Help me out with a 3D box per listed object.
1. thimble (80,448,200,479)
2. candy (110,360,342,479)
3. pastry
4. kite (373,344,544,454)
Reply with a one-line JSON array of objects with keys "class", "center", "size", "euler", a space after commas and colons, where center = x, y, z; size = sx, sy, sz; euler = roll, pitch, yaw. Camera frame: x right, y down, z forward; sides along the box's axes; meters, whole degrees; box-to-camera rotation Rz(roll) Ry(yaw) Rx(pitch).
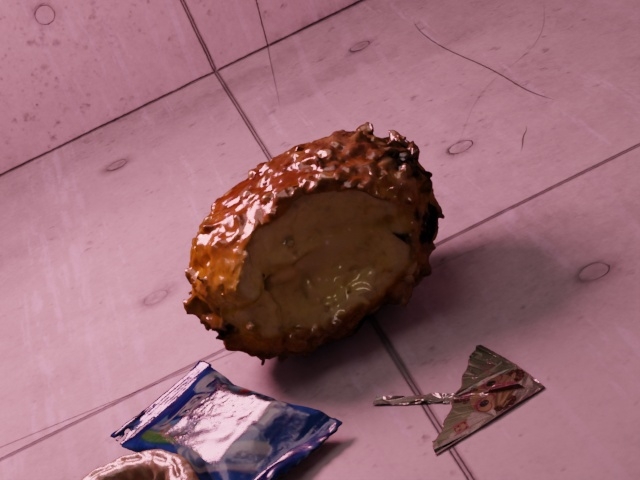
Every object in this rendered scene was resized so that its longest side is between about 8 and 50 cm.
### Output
[{"class": "thimble", "center": [-0.229, 0.377, 1.841], "size": [0.196, 0.148, 0.229], "euler": [-1, 36, 37]}, {"class": "candy", "center": [-0.135, 0.260, 2.066], "size": [0.187, 0.077, 0.331], "euler": [-40, 31, -25]}, {"class": "pastry", "center": [-0.010, 0.003, 2.225], "size": [0.405, 0.292, 0.337], "euler": [-37, 15, 2]}, {"class": "kite", "center": [0.175, 0.204, 1.968], "size": [0.250, 0.012, 0.229], "euler": [-10, 27, 31]}]
